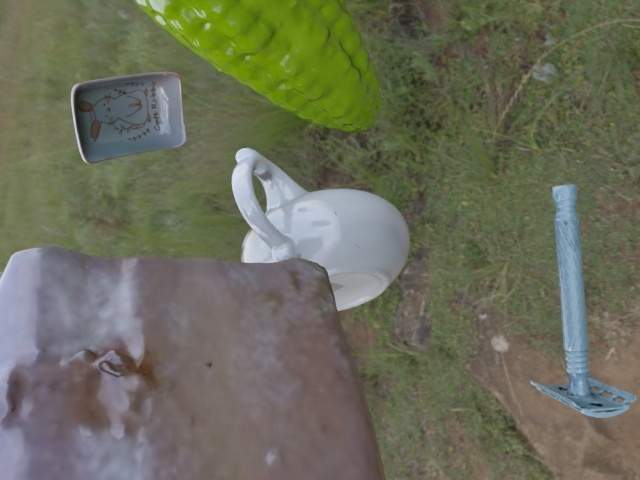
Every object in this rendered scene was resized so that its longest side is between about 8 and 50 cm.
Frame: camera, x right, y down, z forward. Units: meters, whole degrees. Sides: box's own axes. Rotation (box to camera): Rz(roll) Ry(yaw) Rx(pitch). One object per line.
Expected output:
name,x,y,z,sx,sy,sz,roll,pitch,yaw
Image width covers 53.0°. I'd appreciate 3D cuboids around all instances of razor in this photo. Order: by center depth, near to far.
razor,0.267,0.058,0.674,0.106,0.068,0.232,-176,82,-84

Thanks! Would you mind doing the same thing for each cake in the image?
cake,-0.114,0.171,0.450,0.309,0.236,0.230,127,141,-48

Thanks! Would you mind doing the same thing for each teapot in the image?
teapot,0.000,0.000,0.767,0.204,0.298,0.140,-19,64,21

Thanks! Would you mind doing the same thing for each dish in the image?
dish,-0.370,-0.242,1.227,0.077,0.212,0.151,31,129,46

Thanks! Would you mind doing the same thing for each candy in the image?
candy,-0.027,-0.135,0.411,0.096,0.209,0.097,-21,52,31

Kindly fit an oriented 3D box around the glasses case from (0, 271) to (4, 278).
glasses case,-0.237,0.071,0.598,0.083,0.196,0.050,-117,37,-48
